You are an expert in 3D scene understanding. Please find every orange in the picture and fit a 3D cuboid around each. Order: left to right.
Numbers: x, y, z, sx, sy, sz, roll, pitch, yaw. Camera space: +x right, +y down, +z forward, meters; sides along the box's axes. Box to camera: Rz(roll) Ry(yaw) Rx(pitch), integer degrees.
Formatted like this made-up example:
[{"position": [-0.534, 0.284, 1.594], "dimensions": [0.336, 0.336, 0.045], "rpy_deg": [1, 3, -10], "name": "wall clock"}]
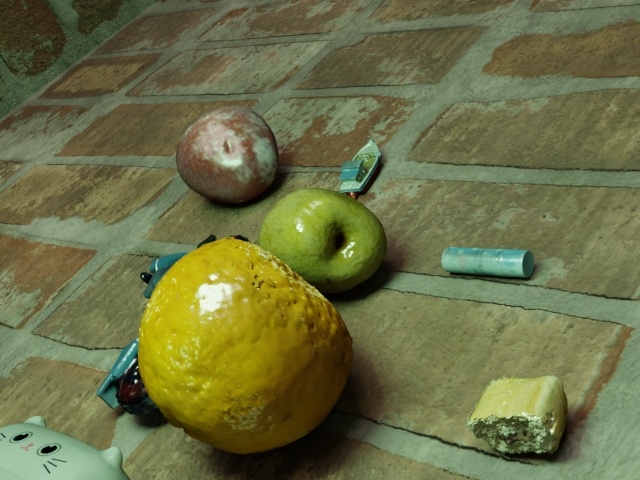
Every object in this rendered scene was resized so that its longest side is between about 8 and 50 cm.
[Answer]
[{"position": [-0.122, 0.171, 1.453], "dimensions": [0.293, 0.340, 0.340], "rpy_deg": [-51, 33, 3], "name": "orange"}]

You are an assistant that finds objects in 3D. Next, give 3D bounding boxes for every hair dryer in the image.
[{"position": [-0.226, 0.013, 2.059], "dimensions": [0.083, 0.031, 0.079], "rpy_deg": [5, 31, 20], "name": "hair dryer"}]

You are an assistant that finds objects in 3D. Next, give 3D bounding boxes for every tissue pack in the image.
[{"position": [-0.409, 0.408, 1.385], "dimensions": [0.333, 0.229, 0.236], "rpy_deg": [8, 45, 42], "name": "tissue pack"}]

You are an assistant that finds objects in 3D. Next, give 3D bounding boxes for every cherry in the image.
[{"position": [-0.216, -0.201, 2.191], "dimensions": [0.285, 0.213, 0.236], "rpy_deg": [38, 88, 36], "name": "cherry"}]

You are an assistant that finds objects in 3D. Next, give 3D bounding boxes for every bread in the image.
[{"position": [0.280, 0.242, 1.294], "dimensions": [0.125, 0.082, 0.106], "rpy_deg": [-11, 22, 41], "name": "bread"}]

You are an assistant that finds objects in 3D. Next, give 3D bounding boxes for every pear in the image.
[{"position": [0.000, 0.000, 1.736], "dimensions": [0.211, 0.228, 0.188], "rpy_deg": [6, 79, 67], "name": "pear"}]

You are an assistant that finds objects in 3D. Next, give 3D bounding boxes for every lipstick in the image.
[{"position": [0.288, 0.037, 1.624], "dimensions": [0.158, 0.048, 0.048], "rpy_deg": [3, 41, 39], "name": "lipstick"}]

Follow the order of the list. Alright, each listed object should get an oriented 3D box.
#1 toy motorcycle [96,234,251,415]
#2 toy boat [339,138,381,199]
[{"position": [-0.278, 0.152, 1.768], "dimensions": [0.232, 0.172, 0.416], "rpy_deg": [-5, 44, 40], "name": "toy motorcycle"}, {"position": [0.089, -0.161, 2.052], "dimensions": [0.069, 0.059, 0.173], "rpy_deg": [-4, 37, 32], "name": "toy boat"}]
